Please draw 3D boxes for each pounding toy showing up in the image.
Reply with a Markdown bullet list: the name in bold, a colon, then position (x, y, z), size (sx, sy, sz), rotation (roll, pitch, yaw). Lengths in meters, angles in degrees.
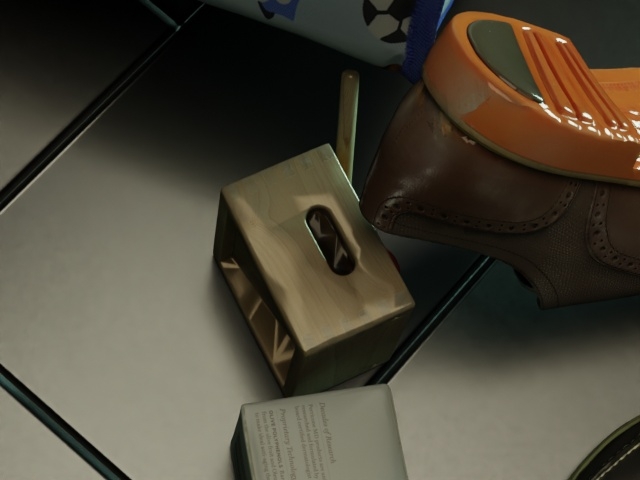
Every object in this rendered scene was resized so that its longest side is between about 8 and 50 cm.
- **pounding toy**: position (0.000, 0.000, 1.059), size (0.100, 0.130, 0.141), rotation (-23, 74, -14)

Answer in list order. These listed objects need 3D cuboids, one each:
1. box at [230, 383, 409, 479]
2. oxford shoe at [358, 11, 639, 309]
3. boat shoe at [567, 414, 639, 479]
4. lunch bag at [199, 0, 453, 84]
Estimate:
- **box**: position (0.001, 0.145, 1.022), size (0.087, 0.101, 0.102), rotation (-8, 73, -9)
- **oxford shoe**: position (0.179, -0.024, 1.063), size (0.363, 0.133, 0.130), rotation (17, 33, -33)
- **boat shoe**: position (0.238, 0.119, 1.071), size (0.223, 0.073, 0.080), rotation (-28, 75, -15)
- **lunch bag**: position (-0.025, -0.301, 1.105), size (0.327, 0.239, 0.385), rotation (19, 40, 3)
